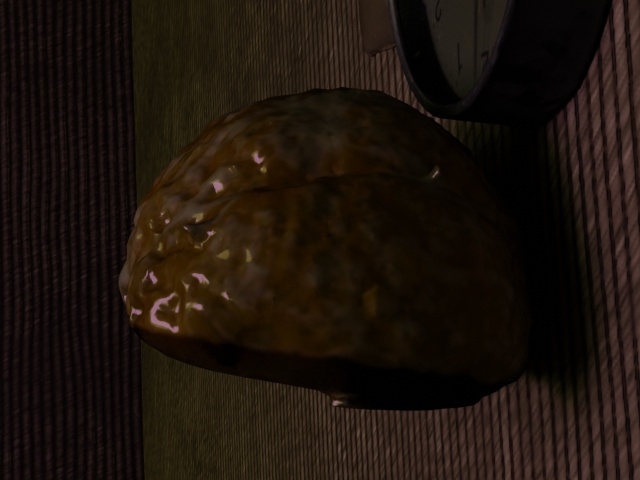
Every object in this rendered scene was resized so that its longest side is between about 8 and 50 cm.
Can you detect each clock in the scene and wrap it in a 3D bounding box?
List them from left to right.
[{"bbox_3d":[0.112,-0.232,1.060,0.319,0.066,0.319,179,90,-76],"label":"clock"}]

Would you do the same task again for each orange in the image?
[{"bbox_3d":[0.000,0.000,1.103,0.368,0.271,0.210,-160,75,-78],"label":"orange"}]

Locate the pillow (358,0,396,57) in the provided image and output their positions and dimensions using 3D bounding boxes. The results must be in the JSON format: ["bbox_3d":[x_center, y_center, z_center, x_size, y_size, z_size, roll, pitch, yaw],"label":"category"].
[{"bbox_3d":[0.056,-0.260,1.320,0.119,0.053,0.208,171,95,-79],"label":"pillow"}]
